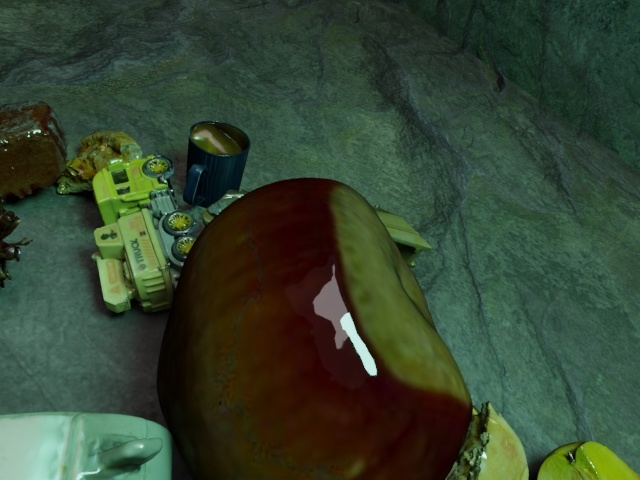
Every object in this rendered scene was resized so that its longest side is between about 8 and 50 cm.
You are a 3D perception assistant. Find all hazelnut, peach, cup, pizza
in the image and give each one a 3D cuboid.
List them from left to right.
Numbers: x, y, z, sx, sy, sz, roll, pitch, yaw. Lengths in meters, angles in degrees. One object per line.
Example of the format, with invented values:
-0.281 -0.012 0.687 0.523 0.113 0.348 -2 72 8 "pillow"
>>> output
-0.420 -0.145 0.764 0.161 0.062 0.182 -48 48 -12 "pizza"
-0.221 -0.142 0.819 0.150 0.138 0.113 -24 60 -39 "cup"
-0.016 0.130 0.511 0.359 0.359 0.410 8 47 -16 "hazelnut"
0.389 0.364 0.593 0.151 0.118 0.151 -14 49 17 "peach"

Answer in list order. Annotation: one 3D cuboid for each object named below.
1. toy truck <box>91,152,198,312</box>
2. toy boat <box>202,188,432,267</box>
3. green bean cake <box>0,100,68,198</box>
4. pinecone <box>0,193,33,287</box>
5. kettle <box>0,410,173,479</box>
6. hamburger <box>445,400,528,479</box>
-0.288 -0.010 0.674 0.157 0.124 0.272 -16 57 -24 "toy truck"
0.000 0.000 0.782 0.445 0.136 0.162 4 51 -21 "toy boat"
-0.539 -0.129 0.668 0.232 0.097 0.199 -17 49 -15 "green bean cake"
-0.498 -0.001 0.524 0.221 0.221 0.221 12 43 -12 "pinecone"
-0.179 0.315 0.246 0.250 0.361 0.377 42 25 -48 "kettle"
0.192 0.339 0.542 0.131 0.124 0.262 45 48 -3 "hamburger"
